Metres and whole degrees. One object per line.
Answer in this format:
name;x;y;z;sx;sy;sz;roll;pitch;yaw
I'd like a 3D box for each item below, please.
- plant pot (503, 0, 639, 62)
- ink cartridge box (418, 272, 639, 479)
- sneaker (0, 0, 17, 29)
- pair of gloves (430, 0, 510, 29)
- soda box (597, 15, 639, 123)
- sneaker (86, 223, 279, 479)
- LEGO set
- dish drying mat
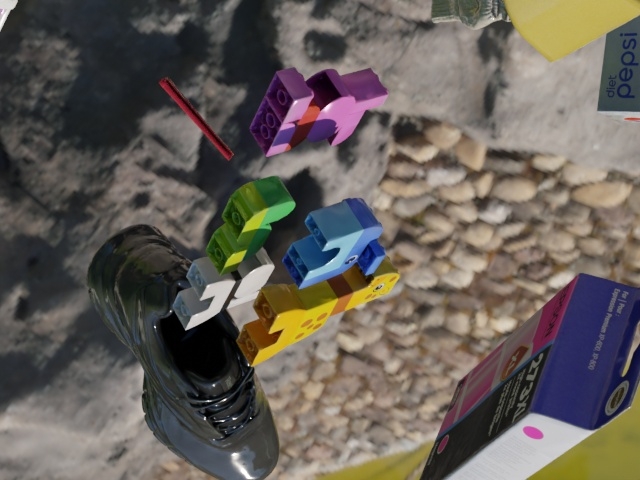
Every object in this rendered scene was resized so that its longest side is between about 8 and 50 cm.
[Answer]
plant pot;0.162;-0.187;0.847;0.081;0.081;0.083;-27;151;34
ink cartridge box;0.213;0.155;1.235;0.069;0.176;0.371;32;145;-5
sneaker;-0.208;-0.205;0.862;0.282;0.102;0.161;14;97;44
pair of gloves;0.251;-0.468;2.010;0.204;0.042;0.240;21;109;52
soda box;0.484;-0.318;1.807;0.098;0.286;0.091;6;177;36
sneaker;-0.103;0.123;1.074;0.130;0.109;0.286;27;151;51
LEGO set;0.000;0.000;0.691;0.087;0.093;0.227;58;146;20
dish drying mat;-0.099;-0.099;0.993;0.008;0.032;0.083;-41;98;3
